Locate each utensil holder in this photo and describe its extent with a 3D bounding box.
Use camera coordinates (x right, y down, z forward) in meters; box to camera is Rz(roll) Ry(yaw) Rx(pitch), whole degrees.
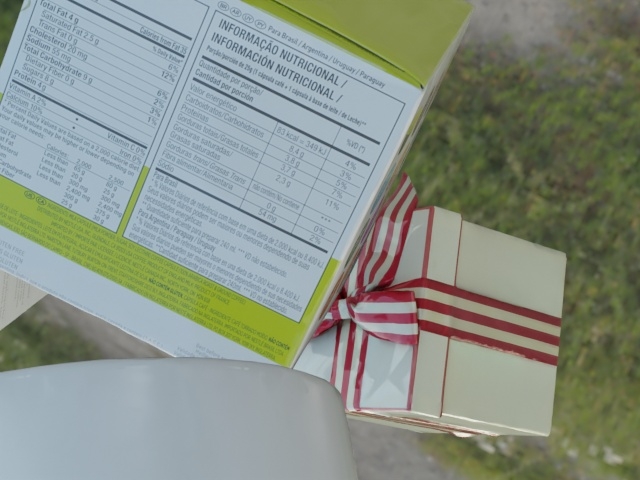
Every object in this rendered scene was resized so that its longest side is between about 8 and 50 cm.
[{"bbox_3d":[-0.109,0.290,0.795,0.328,0.385,0.327,-6,160,-2],"label":"utensil holder"}]

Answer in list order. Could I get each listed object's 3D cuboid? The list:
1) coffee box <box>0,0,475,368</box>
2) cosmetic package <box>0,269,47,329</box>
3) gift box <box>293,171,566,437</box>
[{"bbox_3d":[-0.090,-0.117,1.350,0.338,0.337,0.334,26,114,3],"label":"coffee box"},{"bbox_3d":[-0.380,-0.005,1.540,0.152,0.151,0.183,12,-163,8],"label":"cosmetic package"},{"bbox_3d":[0.103,0.081,1.649,0.258,0.276,0.255,15,161,-38],"label":"gift box"}]
